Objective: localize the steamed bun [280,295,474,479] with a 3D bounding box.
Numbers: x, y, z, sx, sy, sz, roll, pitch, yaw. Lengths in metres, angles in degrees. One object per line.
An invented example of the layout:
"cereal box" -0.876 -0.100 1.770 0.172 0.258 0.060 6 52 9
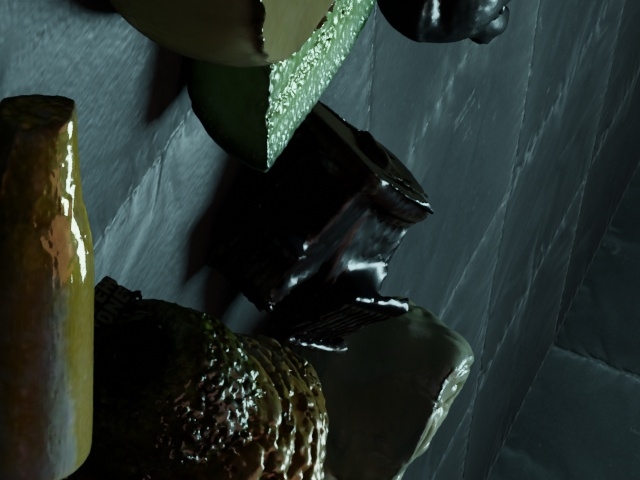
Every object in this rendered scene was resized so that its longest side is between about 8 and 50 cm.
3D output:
"steamed bun" 0.014 0.138 1.667 0.211 0.144 0.218 -62 -163 6

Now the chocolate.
"chocolate" -0.151 0.023 1.011 0.085 0.086 0.219 -48 152 -55

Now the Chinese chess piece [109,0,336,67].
"Chinese chess piece" -0.029 -0.216 1.057 0.250 0.103 0.249 21 90 -77

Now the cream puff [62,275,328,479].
"cream puff" -0.098 0.105 1.208 0.183 0.183 0.169 -62 141 -25

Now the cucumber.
"cucumber" -0.011 -0.162 1.280 0.244 0.063 0.115 -54 154 -46

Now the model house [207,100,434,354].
"model house" -0.008 -0.007 1.463 0.164 0.141 0.203 -48 146 7

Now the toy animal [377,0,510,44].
"toy animal" 0.129 -0.242 1.613 0.343 0.106 0.168 -20 129 -76
